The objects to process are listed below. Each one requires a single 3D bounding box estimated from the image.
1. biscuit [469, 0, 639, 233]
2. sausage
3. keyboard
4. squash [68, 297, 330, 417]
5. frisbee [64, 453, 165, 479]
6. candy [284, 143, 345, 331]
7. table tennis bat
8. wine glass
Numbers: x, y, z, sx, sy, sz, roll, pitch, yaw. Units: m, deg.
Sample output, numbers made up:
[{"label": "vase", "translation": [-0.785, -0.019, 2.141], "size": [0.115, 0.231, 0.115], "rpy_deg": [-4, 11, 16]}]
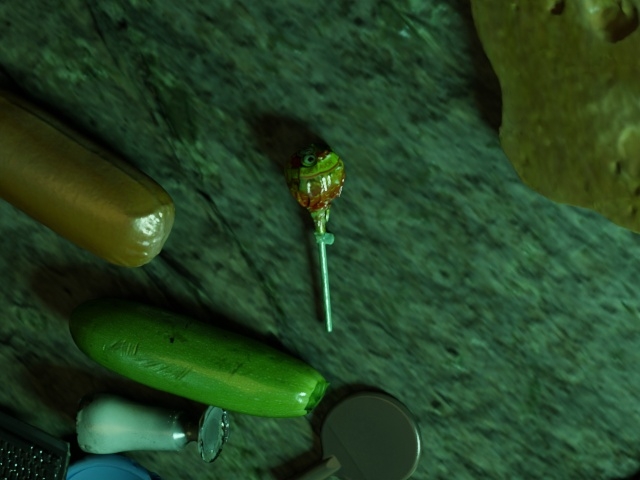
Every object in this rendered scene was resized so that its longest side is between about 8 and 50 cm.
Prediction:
[{"label": "biscuit", "translation": [0.289, -0.173, 1.418], "size": [0.385, 0.062, 0.365], "rpy_deg": [11, 121, 47]}, {"label": "sausage", "translation": [-0.274, -0.068, 1.734], "size": [0.274, 0.105, 0.105], "rpy_deg": [31, 114, 11]}, {"label": "keyboard", "translation": [-0.380, 0.230, 1.887], "size": [0.230, 0.025, 0.094], "rpy_deg": [21, 109, 24]}, {"label": "squash", "translation": [-0.135, 0.123, 1.744], "size": [0.292, 0.082, 0.082], "rpy_deg": [17, 110, 16]}, {"label": "frisbee", "translation": [-0.215, 0.349, 1.857], "size": [0.242, 0.045, 0.242], "rpy_deg": [8, 104, 31]}, {"label": "candy", "translation": [0.000, 0.000, 1.680], "size": [0.060, 0.060, 0.201], "rpy_deg": [3, 113, 21]}, {"label": "table tennis bat", "translation": [0.014, 0.234, 1.698], "size": [0.170, 0.119, 0.107], "rpy_deg": [-34, 91, 24]}, {"label": "wine glass", "translation": [-0.180, 0.199, 1.792], "size": [0.155, 0.072, 0.072], "rpy_deg": [2, 106, 22]}]
